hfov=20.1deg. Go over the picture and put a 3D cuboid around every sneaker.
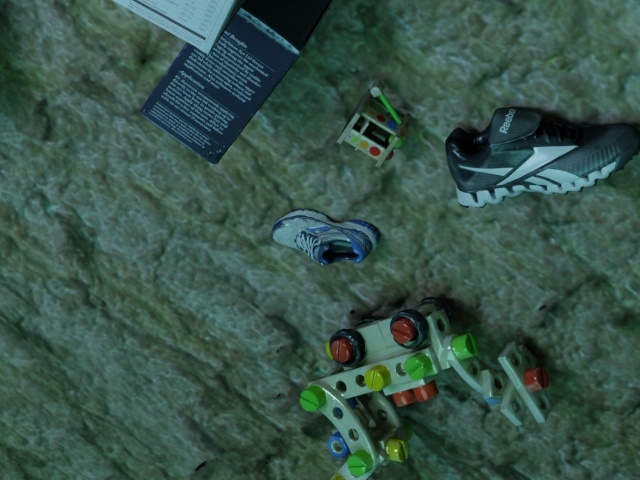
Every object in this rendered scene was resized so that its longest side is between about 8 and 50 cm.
[{"bbox_3d":[0.238,-0.105,2.016,0.234,0.078,0.106,-12,124,31],"label":"sneaker"},{"bbox_3d":[0.000,0.000,2.208,0.135,0.058,0.052,5,128,19],"label":"sneaker"}]

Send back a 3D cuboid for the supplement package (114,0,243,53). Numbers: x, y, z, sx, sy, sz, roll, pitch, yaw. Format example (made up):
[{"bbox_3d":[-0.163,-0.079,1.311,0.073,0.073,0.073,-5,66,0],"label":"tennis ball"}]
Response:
[{"bbox_3d":[-0.132,-0.355,1.841,0.204,0.262,0.145,29,132,-2],"label":"supplement package"}]

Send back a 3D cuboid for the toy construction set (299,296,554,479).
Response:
[{"bbox_3d":[0.116,0.190,2.251,0.328,0.151,0.215,-21,93,25],"label":"toy construction set"}]

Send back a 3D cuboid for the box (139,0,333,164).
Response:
[{"bbox_3d":[-0.089,-0.213,2.012,0.108,0.153,0.207,35,130,-6],"label":"box"}]

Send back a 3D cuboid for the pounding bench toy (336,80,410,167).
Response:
[{"bbox_3d":[0.071,-0.136,2.075,0.065,0.052,0.083,31,131,-4],"label":"pounding bench toy"}]
